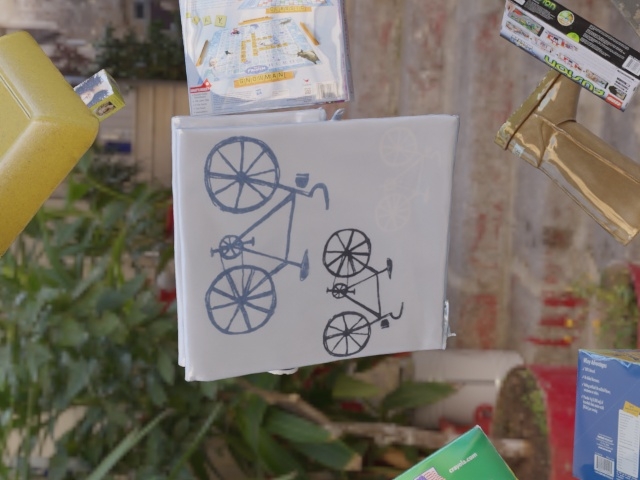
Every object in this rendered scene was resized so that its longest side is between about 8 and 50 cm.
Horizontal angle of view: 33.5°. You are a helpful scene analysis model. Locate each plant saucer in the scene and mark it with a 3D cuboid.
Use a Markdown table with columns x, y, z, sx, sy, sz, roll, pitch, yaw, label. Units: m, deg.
| x | y | z | sx | sy | sz | roll | pitch | yaw | label |
| --- | --- | --- | --- | --- | --- | --- | --- | --- | --- |
| -0.546 | -0.156 | 1.723 | 0.081 | 0.332 | 0.333 | 29 | -165 | -51 | plant saucer |

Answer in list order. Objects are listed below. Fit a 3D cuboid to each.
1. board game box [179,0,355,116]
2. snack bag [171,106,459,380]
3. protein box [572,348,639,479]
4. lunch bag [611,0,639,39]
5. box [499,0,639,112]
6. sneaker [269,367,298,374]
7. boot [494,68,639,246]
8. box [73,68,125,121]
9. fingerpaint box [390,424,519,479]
| x | y | z | sx | sy | sz | roll | pitch | yaw | label |
| --- | --- | --- | --- | --- | --- | --- | --- | --- | --- |
| -0.106 | -0.408 | 2.040 | 0.066 | 0.319 | 0.318 | -26 | -68 | -77 | board game box |
| 0.000 | 0.000 | 1.239 | 0.037 | 0.343 | 0.323 | -125 | 32 | -63 | snack bag |
| 0.488 | 0.273 | 1.582 | 0.200 | 0.136 | 0.201 | -175 | 88 | -72 | protein box |
| 0.502 | -0.424 | 1.503 | 0.169 | 0.235 | 0.287 | -28 | 20 | 45 | lunch bag |
| 0.341 | -0.261 | 1.439 | 0.036 | 0.207 | 0.114 | -53 | -12 | -9 | box |
| -0.086 | 0.127 | 1.886 | 0.235 | 0.090 | 0.094 | -123 | 34 | -43 | sneaker |
| 0.448 | -0.153 | 1.716 | 0.236 | 0.269 | 0.089 | -49 | -13 | -15 | boot |
| -0.560 | -0.286 | 2.407 | 0.087 | 0.232 | 0.058 | 61 | -172 | 33 | box |
| 0.083 | 0.483 | 1.542 | 0.163 | 0.445 | 0.371 | 56 | 173 | 23 | fingerpaint box |
